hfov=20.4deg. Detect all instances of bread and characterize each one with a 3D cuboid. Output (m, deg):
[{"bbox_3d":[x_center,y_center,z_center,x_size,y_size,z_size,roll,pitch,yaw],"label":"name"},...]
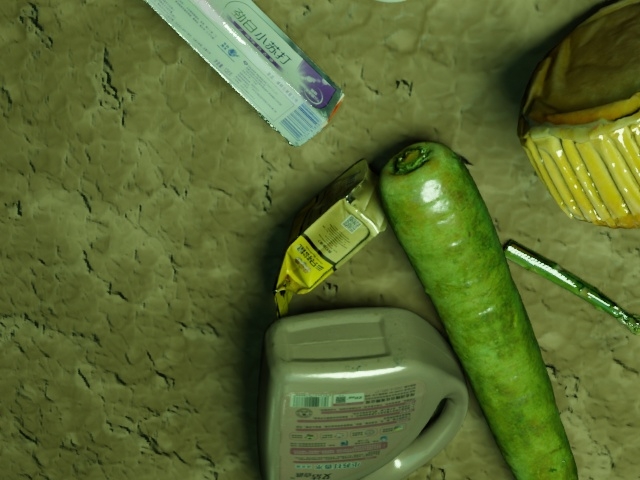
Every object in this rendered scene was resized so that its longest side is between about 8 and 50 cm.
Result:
[{"bbox_3d":[0.229,-0.090,1.200,0.199,0.199,0.104,-19,114,25],"label":"bread"}]

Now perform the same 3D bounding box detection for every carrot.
[{"bbox_3d":[0.137,0.082,1.392,0.074,0.074,0.359,-14,117,23],"label":"carrot"}]

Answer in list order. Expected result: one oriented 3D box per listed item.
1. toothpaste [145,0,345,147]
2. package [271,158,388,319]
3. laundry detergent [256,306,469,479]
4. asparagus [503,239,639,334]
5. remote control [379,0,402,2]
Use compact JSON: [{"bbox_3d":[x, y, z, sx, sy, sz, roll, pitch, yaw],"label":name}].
[{"bbox_3d":[-0.067,-0.154,1.327,0.196,0.047,0.040,44,131,-16],"label":"toothpaste"},{"bbox_3d":[0.000,0.000,1.389,0.047,0.071,0.131,40,123,-14],"label":"package"},{"bbox_3d":[0.034,0.155,1.451,0.171,0.076,0.237,-5,136,-6],"label":"laundry detergent"},{"bbox_3d":[0.198,0.037,1.381,0.127,0.018,0.015,30,152,2],"label":"asparagus"},{"bbox_3d":[-0.030,-0.237,1.299,0.245,0.022,0.077,19,119,7],"label":"remote control"}]
